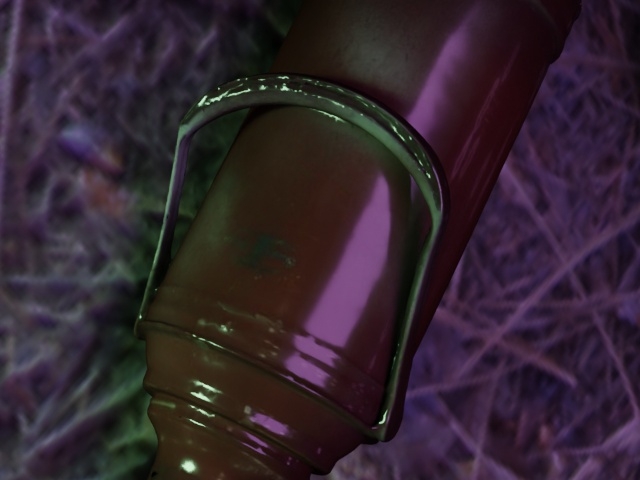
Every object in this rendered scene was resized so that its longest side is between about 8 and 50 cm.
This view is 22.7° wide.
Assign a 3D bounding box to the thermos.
[{"bbox_3d":[0.003,0.001,0.551,0.232,0.099,0.124,-65,161,-12],"label":"thermos"}]
